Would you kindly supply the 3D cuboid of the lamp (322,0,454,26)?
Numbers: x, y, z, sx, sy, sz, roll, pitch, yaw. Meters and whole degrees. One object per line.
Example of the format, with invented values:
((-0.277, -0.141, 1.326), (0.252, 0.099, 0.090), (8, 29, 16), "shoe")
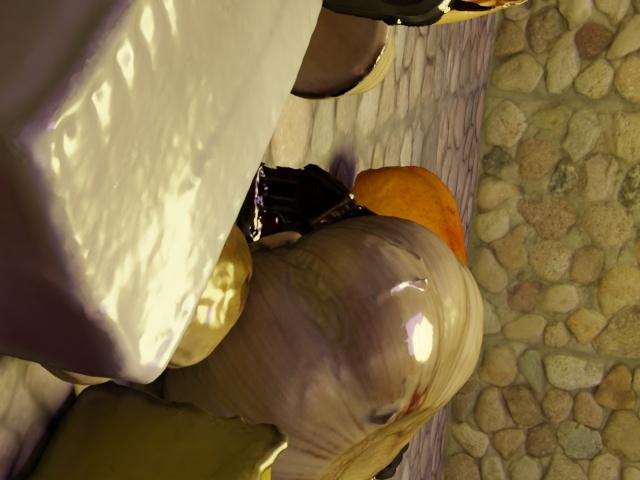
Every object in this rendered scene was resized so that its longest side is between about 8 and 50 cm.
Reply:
((-0.012, -0.289, 0.703), (0.124, 0.203, 0.283), (-56, 143, -25), "lamp")

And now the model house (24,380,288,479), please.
((-0.117, 0.254, 0.734), (0.193, 0.174, 0.234), (-64, 153, -49), "model house")

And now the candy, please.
((-0.117, -0.117, 0.599), (0.208, 0.145, 0.359), (76, 27, -51), "candy")

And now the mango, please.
((0.084, 0.069, 1.340), (0.201, 0.199, 0.350), (13, 74, -34), "mango")

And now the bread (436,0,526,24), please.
((0.152, -0.321, 1.137), (0.114, 0.190, 0.132), (-95, 176, -47), "bread")

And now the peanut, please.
((-0.124, 0.039, 0.721), (0.236, 0.110, 0.120), (-33, 138, -68), "peanut")

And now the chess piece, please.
((0.018, -0.211, 1.085), (0.261, 0.142, 0.143), (-21, 119, -81), "chess piece")

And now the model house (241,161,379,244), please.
((-0.001, -0.004, 1.067), (0.165, 0.152, 0.106), (80, 18, -52), "model house")

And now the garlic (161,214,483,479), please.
((0.000, 0.108, 0.924), (0.322, 0.241, 0.322), (-56, 171, -13), "garlic")

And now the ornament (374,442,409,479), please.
((0.039, 0.301, 1.461), (0.260, 0.106, 0.251), (-34, 146, -52), "ornament")

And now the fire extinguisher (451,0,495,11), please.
((0.083, -0.380, 0.999), (0.105, 0.141, 0.341), (-31, 107, -57), "fire extinguisher")
